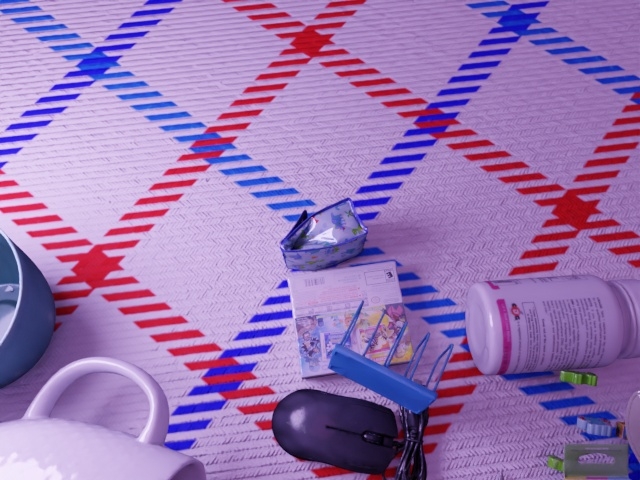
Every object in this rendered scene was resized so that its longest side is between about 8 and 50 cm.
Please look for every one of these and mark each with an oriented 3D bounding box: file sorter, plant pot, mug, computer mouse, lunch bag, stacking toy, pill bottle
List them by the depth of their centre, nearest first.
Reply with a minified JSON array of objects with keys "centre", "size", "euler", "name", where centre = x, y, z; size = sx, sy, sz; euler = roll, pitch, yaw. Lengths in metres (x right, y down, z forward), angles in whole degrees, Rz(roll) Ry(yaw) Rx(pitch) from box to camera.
[{"centre":[-0.361,0.358,0.844],"size":[0.328,0.276,0.373],"euler":[14,72,13],"name":"mug"},{"centre":[0.114,0.189,0.938],"size":[0.170,0.118,0.104],"euler":[25,63,8],"name":"file sorter"},{"centre":[0.491,0.308,0.946],"size":[0.221,0.052,0.166],"euler":[8,91,1],"name":"stacking toy"},{"centre":[-0.583,0.126,0.947],"size":[0.293,0.235,0.292],"euler":[0,70,1],"name":"plant pot"},{"centre":[0.051,0.315,0.966],"size":[0.273,0.072,0.188],"euler":[7,71,2],"name":"computer mouse"},{"centre":[0.408,0.142,0.983],"size":[0.283,0.160,0.160],"euler":[-4,70,-1],"name":"pill bottle"},{"centre":[0.000,0.000,1.050],"size":[0.151,0.129,0.096],"euler":[-26,72,-7],"name":"lunch bag"}]

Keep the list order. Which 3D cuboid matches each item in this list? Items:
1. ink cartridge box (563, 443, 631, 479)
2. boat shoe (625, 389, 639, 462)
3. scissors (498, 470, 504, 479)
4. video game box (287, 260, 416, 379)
[{"centre":[0.443,0.431,0.893],"size":[0.109,0.062,0.209],"euler":[0,91,1],"name":"ink cartridge box"},{"centre":[0.541,0.328,0.901],"size":[0.065,0.075,0.205],"euler":[-13,84,-41],"name":"boat shoe"},{"centre":[0.263,0.529,0.915],"size":[0.109,0.021,0.296],"euler":[-2,72,1],"name":"scissors"},{"centre":[0.053,0.144,1.042],"size":[0.205,0.048,0.186],"euler":[-8,68,-3],"name":"video game box"}]
